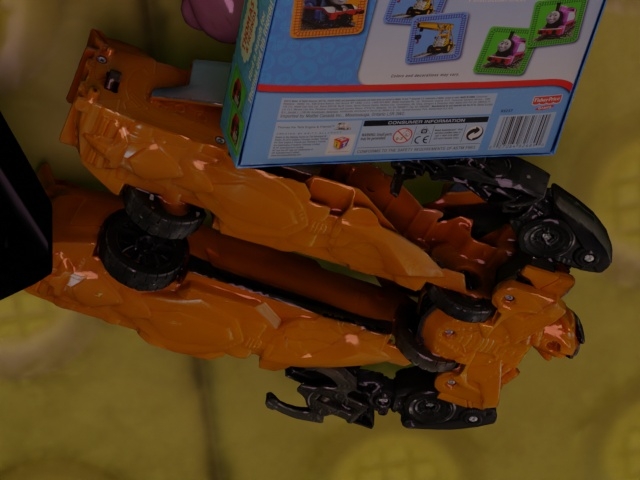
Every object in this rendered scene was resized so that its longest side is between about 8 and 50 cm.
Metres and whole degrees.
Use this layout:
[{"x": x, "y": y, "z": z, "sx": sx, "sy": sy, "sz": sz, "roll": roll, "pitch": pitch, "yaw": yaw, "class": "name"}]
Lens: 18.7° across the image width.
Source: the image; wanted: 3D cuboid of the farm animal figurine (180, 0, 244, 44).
[{"x": -0.064, "y": -0.221, "z": 0.847, "sx": 0.330, "sy": 0.172, "sz": 0.327, "roll": 3, "pitch": 114, "yaw": -8, "class": "farm animal figurine"}]

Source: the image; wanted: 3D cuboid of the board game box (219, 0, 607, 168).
[{"x": 0.052, "y": -0.124, "z": 0.834, "sx": 0.160, "sy": 0.039, "sz": 0.211, "roll": -3, "pitch": 134, "yaw": -20, "class": "board game box"}]

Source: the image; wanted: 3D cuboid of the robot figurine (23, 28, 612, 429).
[{"x": 0.000, "y": 0.000, "z": 0.984, "sx": 0.291, "sy": 0.085, "sz": 0.211, "roll": 17, "pitch": 135, "yaw": -14, "class": "robot figurine"}]

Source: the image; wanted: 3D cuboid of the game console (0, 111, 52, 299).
[{"x": -0.319, "y": -0.007, "z": 0.949, "sx": 0.361, "sy": 0.044, "sz": 0.213, "roll": -25, "pitch": 110, "yaw": 18, "class": "game console"}]
